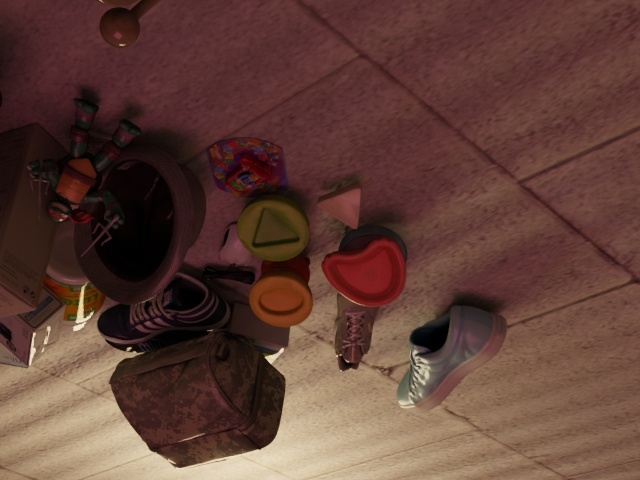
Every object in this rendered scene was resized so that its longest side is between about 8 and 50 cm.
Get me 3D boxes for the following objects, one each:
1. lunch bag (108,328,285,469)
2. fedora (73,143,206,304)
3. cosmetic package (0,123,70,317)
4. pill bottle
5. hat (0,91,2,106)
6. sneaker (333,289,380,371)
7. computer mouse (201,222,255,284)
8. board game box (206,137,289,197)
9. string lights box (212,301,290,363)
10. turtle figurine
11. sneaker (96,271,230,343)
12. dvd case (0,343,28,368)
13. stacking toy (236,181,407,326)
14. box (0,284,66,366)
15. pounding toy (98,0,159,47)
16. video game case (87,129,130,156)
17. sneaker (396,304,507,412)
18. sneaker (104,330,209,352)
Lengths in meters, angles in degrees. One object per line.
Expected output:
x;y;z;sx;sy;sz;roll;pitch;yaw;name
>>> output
-0.254;0.313;2.124;0.305;0.212;0.256;-18;134;29;lunch bag
-0.292;-0.034;1.761;0.244;0.124;0.275;32;112;26;fedora
-0.531;-0.028;1.700;0.160;0.309;0.113;-12;142;25;cosmetic package
-0.487;0.080;2.008;0.136;0.136;0.245;11;146;-10;pill bottle
-0.581;-0.197;1.579;0.331;0.134;0.331;16;125;25;hat
0.075;0.181;2.103;0.099;0.121;0.262;3;146;2;sneaker
-0.167;0.033;1.983;0.106;0.042;0.193;11;146;-8;computer mouse
-0.127;-0.112;1.773;0.133;0.033;0.168;1;146;5;board game box
-0.176;0.239;2.258;0.133;0.076;0.259;17;144;-17;string lights box
-0.394;-0.103;1.662;0.175;0.118;0.234;23;99;-30;turtle figurine
-0.337;0.137;2.090;0.282;0.099;0.153;-8;157;6;sneaker
-0.753;0.217;2.345;0.180;0.022;0.253;12;146;-11;dvd case
0.000;0.000;1.899;0.309;0.130;0.279;-10;121;14;stacking toy
-0.631;0.093;1.966;0.290;0.087;0.169;38;145;7;box
-0.277;-0.382;1.303;0.110;0.183;0.237;21;155;22;pounding toy
-0.377;-0.145;1.773;0.087;0.011;0.122;11;146;-9;video game case
0.236;0.239;2.180;0.150;0.135;0.366;25;133;-15;sneaker
-0.358;0.207;2.245;0.232;0.081;0.090;5;162;-4;sneaker
